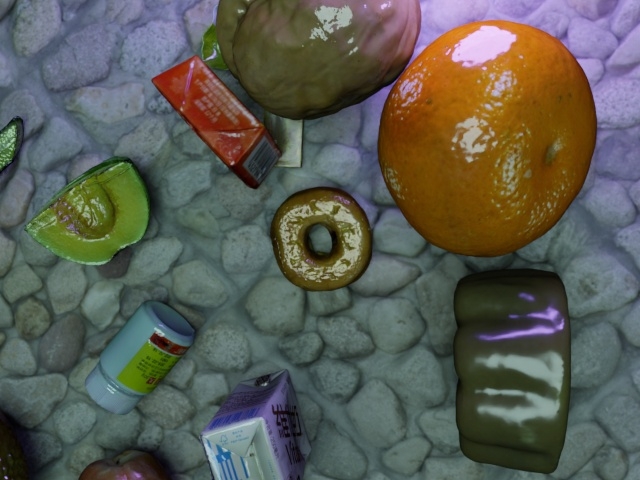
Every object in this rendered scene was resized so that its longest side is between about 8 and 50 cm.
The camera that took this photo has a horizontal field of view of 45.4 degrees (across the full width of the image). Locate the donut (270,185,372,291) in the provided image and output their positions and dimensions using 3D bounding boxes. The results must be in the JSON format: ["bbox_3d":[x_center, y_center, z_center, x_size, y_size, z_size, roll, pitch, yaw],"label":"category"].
[{"bbox_3d":[0.002,-0.002,1.572,0.226,0.114,0.227,0,94,6],"label":"donut"}]

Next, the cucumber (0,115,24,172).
[{"bbox_3d":[-0.712,-0.180,1.671,0.220,0.046,0.070,-37,93,10],"label":"cucumber"}]

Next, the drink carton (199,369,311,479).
[{"bbox_3d":[-0.115,0.402,1.519,0.132,0.324,0.194,-15,94,7],"label":"drink carton"}]

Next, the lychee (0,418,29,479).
[{"bbox_3d":[-0.764,0.492,1.635,0.319,0.270,0.270,18,98,17],"label":"lychee"}]

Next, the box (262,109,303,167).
[{"bbox_3d":[-0.078,-0.232,1.602,0.089,0.022,0.156,2,96,8],"label":"box"}]

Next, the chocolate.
[{"bbox_3d":[-0.192,-0.230,1.500,0.108,0.237,0.235,-44,80,1],"label":"chocolate"}]

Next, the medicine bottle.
[{"bbox_3d":[-0.384,0.247,1.628,0.139,0.139,0.225,41,98,1],"label":"medicine bottle"}]

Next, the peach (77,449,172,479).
[{"bbox_3d":[-0.410,0.574,1.639,0.214,0.214,0.236,-11,101,8],"label":"peach"}]

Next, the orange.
[{"bbox_3d":[0.293,-0.182,1.393,0.326,0.423,0.424,27,101,46],"label":"orange"}]

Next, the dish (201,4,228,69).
[{"bbox_3d":[-0.196,-0.421,1.588,0.091,0.039,0.137,8,96,11],"label":"dish"}]

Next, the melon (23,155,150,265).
[{"bbox_3d":[-0.463,-0.058,1.624,0.265,0.129,0.169,-32,114,6],"label":"melon"}]

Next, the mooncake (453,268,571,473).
[{"bbox_3d":[0.346,0.237,1.436,0.200,0.378,0.379,3,96,11],"label":"mooncake"}]

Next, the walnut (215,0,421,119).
[{"bbox_3d":[0.002,-0.396,1.411,0.383,0.383,0.384,1,96,7],"label":"walnut"}]
